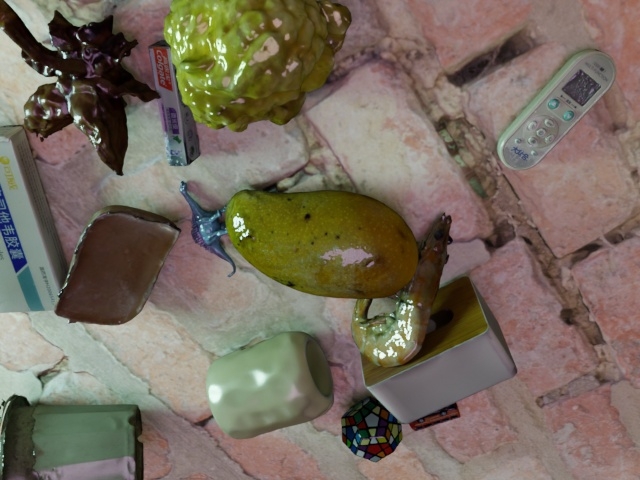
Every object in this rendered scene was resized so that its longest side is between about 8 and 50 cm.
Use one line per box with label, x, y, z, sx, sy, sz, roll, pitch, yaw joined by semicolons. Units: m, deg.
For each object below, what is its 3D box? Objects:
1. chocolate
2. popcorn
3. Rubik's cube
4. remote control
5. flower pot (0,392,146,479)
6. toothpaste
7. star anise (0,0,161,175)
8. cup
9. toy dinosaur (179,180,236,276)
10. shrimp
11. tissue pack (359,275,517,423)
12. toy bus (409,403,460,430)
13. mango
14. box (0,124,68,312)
chocolate;-0.370;0.036;1.118;0.161;0.083;0.261;18;118;-34
popcorn;-0.083;-0.264;0.870;0.252;0.205;0.237;-12;156;-12
Rubik's cube;0.107;0.392;1.304;0.112;0.133;0.133;-3;124;-29
remote control;0.371;-0.205;0.994;0.078;0.042;0.221;32;115;-16
flower pot;-0.496;0.441;1.264;0.259;0.290;0.290;-3;121;-11
toothpaste;-0.230;-0.216;0.995;0.040;0.047;0.196;7;122;15
star anise;-0.388;-0.252;0.916;0.238;0.148;0.346;-24;126;19
cup;-0.074;0.309;1.222;0.202;0.173;0.255;-22;117;14
toy dinosaur;-0.191;-0.021;1.107;0.080;0.045;0.197;-16;112;24
shrimp;0.143;0.081;1.132;0.058;0.169;0.295;25;85;-48
tissue pack;0.213;0.207;1.166;0.246;0.159;0.136;-30;121;16
toy bus;0.243;0.376;1.340;0.110;0.031;0.043;-21;124;12
mango;0.001;0.008;1.055;0.330;0.175;0.176;3;76;-4
box;-0.576;-0.026;1.094;0.200;0.065;0.343;-3;120;2
